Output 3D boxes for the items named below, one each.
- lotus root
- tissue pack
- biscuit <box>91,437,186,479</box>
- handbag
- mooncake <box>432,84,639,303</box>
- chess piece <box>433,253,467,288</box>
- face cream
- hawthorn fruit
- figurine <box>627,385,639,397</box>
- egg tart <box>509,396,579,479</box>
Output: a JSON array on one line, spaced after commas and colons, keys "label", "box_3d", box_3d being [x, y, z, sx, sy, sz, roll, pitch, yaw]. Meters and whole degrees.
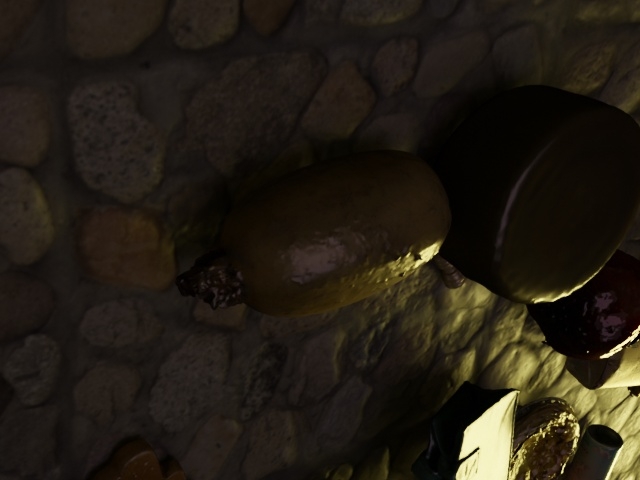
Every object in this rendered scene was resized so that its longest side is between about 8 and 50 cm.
[{"label": "lotus root", "box_3d": [0.000, 0.000, 1.089, 0.342, 0.151, 0.169, -21, 130, -28]}, {"label": "tissue pack", "box_3d": [0.543, 0.162, 1.655, 0.222, 0.090, 0.186, 0, 117, -38]}, {"label": "biscuit", "box_3d": [-0.236, 0.358, 1.243, 0.238, 0.041, 0.212, 28, 95, -45]}, {"label": "handbag", "box_3d": [0.213, 0.390, 1.449, 0.238, 0.089, 0.326, -16, 113, -60]}, {"label": "mooncake", "box_3d": [0.276, -0.063, 1.244, 0.284, 0.155, 0.284, -21, 129, -29]}, {"label": "chess piece", "box_3d": [0.173, 0.027, 1.325, 0.035, 0.035, 0.092, -40, 131, -7]}, {"label": "face cream", "box_3d": [0.512, 0.467, 1.854, 0.075, 0.075, 0.229, -5, 121, -34]}, {"label": "hawthorn fruit", "box_3d": [0.428, 0.077, 1.461, 0.235, 0.181, 0.181, -28, 134, -36]}, {"label": "figurine", "box_3d": [0.705, 0.230, 1.780, 0.263, 0.162, 0.143, -22, 109, -9]}, {"label": "egg tart", "box_3d": [0.341, 0.358, 1.637, 0.234, 0.094, 0.234, -20, 127, -28]}]
